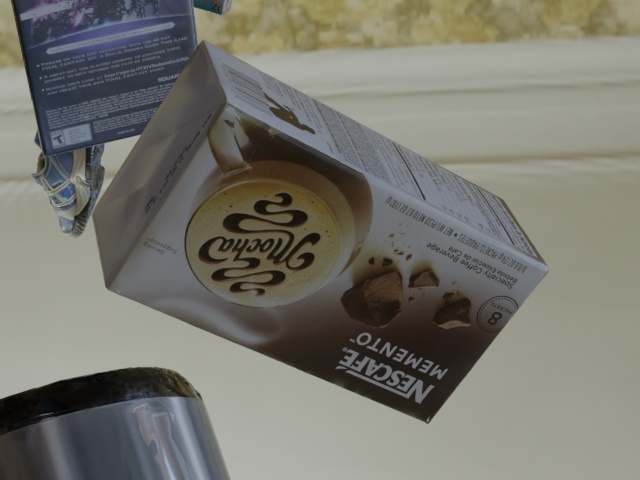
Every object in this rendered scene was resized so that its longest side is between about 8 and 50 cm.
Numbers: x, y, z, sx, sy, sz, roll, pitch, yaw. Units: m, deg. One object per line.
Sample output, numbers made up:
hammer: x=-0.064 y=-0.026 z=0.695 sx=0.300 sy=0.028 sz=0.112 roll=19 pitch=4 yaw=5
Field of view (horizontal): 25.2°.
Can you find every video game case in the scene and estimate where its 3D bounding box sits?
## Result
video game case: x=-0.234 y=-0.233 z=1.582 sx=0.196 sy=0.274 sz=0.026 roll=-14 pitch=-143 yaw=-13

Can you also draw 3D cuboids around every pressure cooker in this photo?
pressure cooker: x=-0.227 y=0.373 z=1.426 sx=0.375 sy=0.370 sz=0.420 roll=-17 pitch=-106 yaw=-11

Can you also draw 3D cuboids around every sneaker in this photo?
sneaker: x=-0.325 y=-0.082 z=1.841 sx=0.081 sy=0.211 sz=0.080 roll=14 pitch=-128 yaw=-1

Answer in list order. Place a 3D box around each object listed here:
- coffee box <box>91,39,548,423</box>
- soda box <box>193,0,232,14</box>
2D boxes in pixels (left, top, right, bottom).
coffee box: x=0.000 y=0.000 z=1.088 sx=0.297 sy=0.168 sz=0.119 roll=26 pitch=-159 yaw=-26
soda box: x=-0.192 y=-0.326 z=1.723 sx=0.183 sy=0.063 sz=0.058 roll=17 pitch=-165 yaw=3
